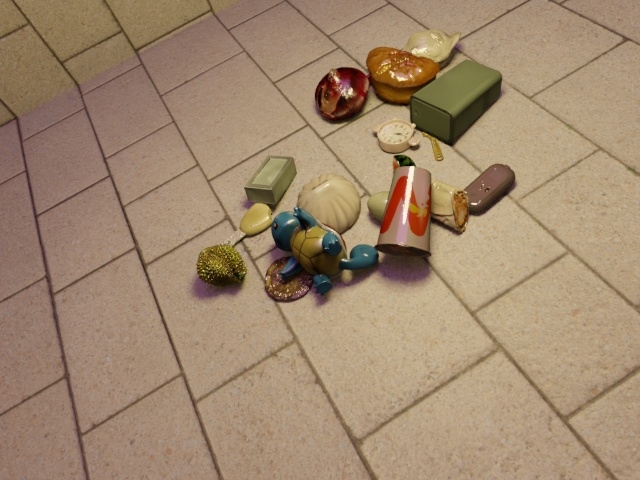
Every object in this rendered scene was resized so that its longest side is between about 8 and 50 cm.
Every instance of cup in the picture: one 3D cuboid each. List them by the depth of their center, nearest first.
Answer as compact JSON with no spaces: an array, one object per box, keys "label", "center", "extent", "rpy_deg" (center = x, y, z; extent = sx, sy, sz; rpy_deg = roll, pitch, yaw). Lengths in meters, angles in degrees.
[{"label":"cup","center":[0.302,-0.099,1.735],"extent":[0.202,0.203,0.289],"rpy_deg":[5,78,20]}]

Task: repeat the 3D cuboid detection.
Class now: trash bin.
[{"label":"trash bin","center":[0.566,-0.589,2.083],"extent":[0.343,0.158,0.223],"rpy_deg":[-39,54,-21]}]

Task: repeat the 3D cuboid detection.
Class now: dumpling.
[{"label":"dumpling","center":[0.486,-0.874,2.330],"extent":[0.317,0.187,0.243],"rpy_deg":[-16,13,-5]}]

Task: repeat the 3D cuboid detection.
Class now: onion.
[{"label":"onion","center":[0.082,-0.682,2.253],"extent":[0.271,0.195,0.272],"rpy_deg":[-18,56,28]}]

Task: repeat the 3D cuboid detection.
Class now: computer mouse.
[{"label":"computer mouse","center":[0.614,-0.193,1.852],"extent":[0.232,0.057,0.120],"rpy_deg":[-41,56,-9]}]

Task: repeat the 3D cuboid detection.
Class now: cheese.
[{"label":"cheese","center":[-0.296,-0.049,2.023],"extent":[0.255,0.050,0.127],"rpy_deg":[-44,56,-15]}]

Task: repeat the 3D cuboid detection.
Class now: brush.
[{"label":"brush","center":[0.473,-0.410,2.073],"extent":[0.082,0.010,0.218],"rpy_deg":[-10,54,9]}]

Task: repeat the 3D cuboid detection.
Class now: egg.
[{"label":"egg","center":[0.246,-0.128,1.878],"extent":[0.152,0.114,0.114],"rpy_deg":[13,61,29]}]

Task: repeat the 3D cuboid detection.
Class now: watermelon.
[{"label":"watermelon","center":[0.327,-0.266,1.988],"extent":[0.094,0.125,0.136],"rpy_deg":[-16,67,42]}]

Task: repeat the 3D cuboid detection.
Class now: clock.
[{"label":"clock","center":[0.319,-0.441,2.112],"extent":[0.229,0.063,0.156],"rpy_deg":[27,64,27]}]

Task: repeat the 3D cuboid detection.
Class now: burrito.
[{"label":"burrito","center":[0.419,-0.158,1.843],"extent":[0.299,0.143,0.105],"rpy_deg":[32,33,33]}]

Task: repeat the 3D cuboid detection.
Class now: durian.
[{"label":"durian","center":[-0.369,0.096,1.889],"extent":[0.198,0.146,0.159],"rpy_deg":[3,56,0]}]

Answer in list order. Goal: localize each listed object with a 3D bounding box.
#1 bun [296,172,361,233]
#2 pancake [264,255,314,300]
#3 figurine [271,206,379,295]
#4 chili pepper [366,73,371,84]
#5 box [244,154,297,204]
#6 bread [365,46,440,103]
[{"label":"bun","center":[0.021,-0.163,1.919],"extent":[0.262,0.175,0.263],"rpy_deg":[-5,61,9]},{"label":"pancake","center":[-0.119,0.140,1.856],"extent":[0.199,0.021,0.199],"rpy_deg":[-8,55,11]},{"label":"figurine","center":[-0.008,0.022,1.771],"extent":[0.415,0.298,0.243],"rpy_deg":[20,37,15]},{"label":"chili pepper","center":[0.220,-0.763,2.371],"extent":[0.267,0.050,0.059],"rpy_deg":[-27,57,-1]},{"label":"box","center":[-0.206,-0.258,2.089],"extent":[0.129,0.086,0.225],"rpy_deg":[8,46,22]},{"label":"bread","center":[0.338,-0.715,2.208],"extent":[0.339,0.194,0.179],"rpy_deg":[23,71,19]}]
